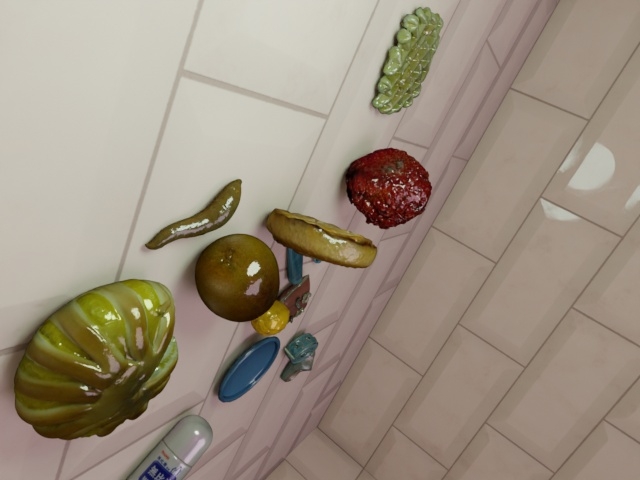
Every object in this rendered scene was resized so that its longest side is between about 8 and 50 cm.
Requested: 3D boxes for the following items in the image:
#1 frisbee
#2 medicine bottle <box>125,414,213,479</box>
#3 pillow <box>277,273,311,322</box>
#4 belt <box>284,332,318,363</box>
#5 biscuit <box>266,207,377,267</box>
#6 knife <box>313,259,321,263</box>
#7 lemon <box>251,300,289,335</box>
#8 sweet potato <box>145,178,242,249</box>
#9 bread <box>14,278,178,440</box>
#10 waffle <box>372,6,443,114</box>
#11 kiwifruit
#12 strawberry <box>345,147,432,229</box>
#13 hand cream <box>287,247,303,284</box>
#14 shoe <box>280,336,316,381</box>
[{"bbox_3d":[-0.258,0.449,1.520,0.289,0.049,0.290,-41,154,-25],"label":"frisbee"},{"bbox_3d":[-0.472,0.691,1.298,0.341,0.130,0.130,-47,156,-22],"label":"medicine bottle"},{"bbox_3d":[-0.094,0.226,1.522,0.171,0.075,0.179,-38,153,-38],"label":"pillow"},{"bbox_3d":[-0.085,0.471,1.875,0.147,0.082,0.163,-38,157,-16],"label":"belt"},{"bbox_3d":[0.000,0.000,1.110,0.296,0.296,0.102,5,106,-66],"label":"biscuit"},{"bbox_3d":[-0.005,0.018,1.478,0.064,0.031,0.222,-44,155,-19],"label":"knife"},{"bbox_3d":[-0.158,0.245,1.363,0.114,0.114,0.155,-62,158,14],"label":"lemon"},{"bbox_3d":[-0.240,-0.041,0.875,0.249,0.059,0.069,-40,133,-28],"label":"sweet potato"},{"bbox_3d":[-0.391,0.236,0.797,0.333,0.160,0.333,-43,153,-28],"label":"bread"},{"bbox_3d":[0.267,-0.523,1.270,0.291,0.056,0.310,-27,143,-50],"label":"waffle"},{"bbox_3d":[-0.187,0.093,0.994,0.196,0.195,0.234,-47,163,-23],"label":"kiwifruit"},{"bbox_3d":[0.194,-0.167,1.348,0.220,0.274,0.274,1,122,-46],"label":"strawberry"},{"bbox_3d":[-0.081,0.062,1.380,0.083,0.048,0.225,-38,146,-40],"label":"hand cream"},{"bbox_3d":[-0.082,0.570,1.996,0.251,0.100,0.103,-54,158,0],"label":"shoe"}]
